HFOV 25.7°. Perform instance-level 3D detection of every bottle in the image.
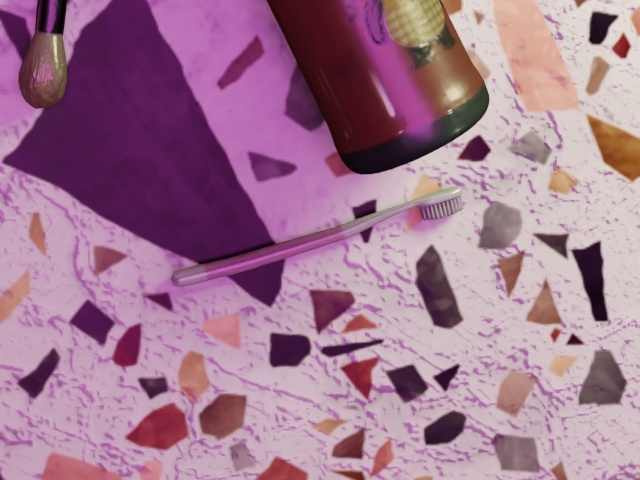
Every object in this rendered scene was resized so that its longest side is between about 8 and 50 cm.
[{"bbox_3d":[0.013,-0.231,1.208,0.144,0.144,0.336,-30,104,-4],"label":"bottle"}]

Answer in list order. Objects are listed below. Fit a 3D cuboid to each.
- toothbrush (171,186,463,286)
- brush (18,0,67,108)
[{"bbox_3d":[0.000,0.000,1.312,0.286,0.020,0.025,-16,110,-8],"label":"toothbrush"},{"bbox_3d":[-0.222,-0.261,1.212,0.042,0.039,0.299,8,96,-16],"label":"brush"}]
